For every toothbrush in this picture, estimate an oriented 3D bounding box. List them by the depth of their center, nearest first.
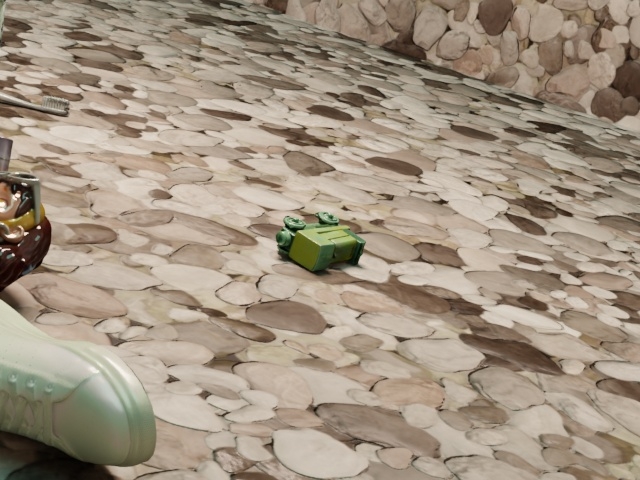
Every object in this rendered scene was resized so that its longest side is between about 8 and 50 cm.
[{"bbox_3d":[-0.515,-0.226,2.008,0.288,0.024,0.021,11,16,-8],"label":"toothbrush"}]

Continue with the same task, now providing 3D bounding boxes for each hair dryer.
[{"bbox_3d":[-0.401,-0.092,1.661,0.037,0.063,0.114,10,-4,-10],"label":"hair dryer"}]

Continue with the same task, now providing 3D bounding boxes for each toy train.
[{"bbox_3d":[0.000,0.000,1.668,0.081,0.050,0.122,31,24,33],"label":"toy train"}]

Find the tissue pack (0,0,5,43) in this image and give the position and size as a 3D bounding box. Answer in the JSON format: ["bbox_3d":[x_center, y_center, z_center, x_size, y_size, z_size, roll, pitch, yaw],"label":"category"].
[{"bbox_3d":[-0.625,-0.333,2.015,0.263,0.146,0.198,10,8,-3],"label":"tissue pack"}]

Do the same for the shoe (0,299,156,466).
[{"bbox_3d":[-0.247,0.120,1.065,0.265,0.095,0.110,22,24,40],"label":"shoe"}]

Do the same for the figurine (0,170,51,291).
[{"bbox_3d":[-0.360,0.006,1.270,0.174,0.116,0.240,4,14,38],"label":"figurine"}]
